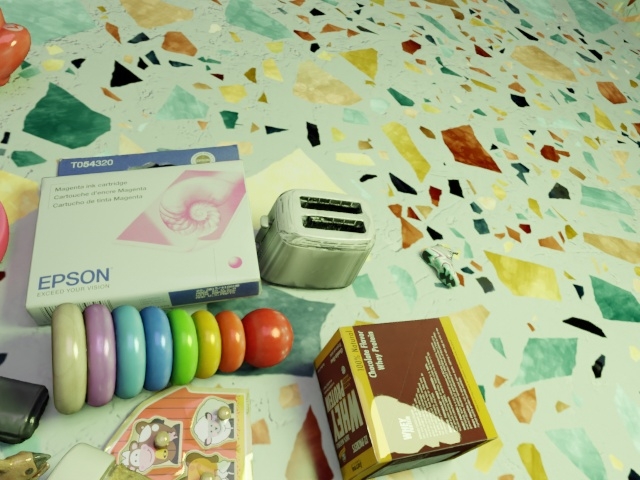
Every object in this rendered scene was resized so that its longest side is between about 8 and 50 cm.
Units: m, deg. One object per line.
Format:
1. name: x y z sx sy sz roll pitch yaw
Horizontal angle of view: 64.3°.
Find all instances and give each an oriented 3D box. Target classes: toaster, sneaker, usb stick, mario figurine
1. toaster: 0.000 0.000 0.885 0.226 0.146 0.129 7 54 -17
2. sneaker: 0.259 0.044 1.023 0.069 0.038 0.098 -23 66 -32
3. usb stick: -0.483 0.185 0.623 0.277 0.045 0.077 16 51 -9
4. mario figurine: -0.681 -0.377 0.882 0.320 0.170 0.198 2 88 -11

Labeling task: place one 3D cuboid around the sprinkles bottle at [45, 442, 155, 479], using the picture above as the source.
1. sprinkles bottle: -0.145 0.357 0.570 0.355 0.121 0.121 27 50 -4

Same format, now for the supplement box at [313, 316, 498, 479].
1. supplement box: 0.118 0.234 0.766 0.194 0.129 0.191 -2 56 -23

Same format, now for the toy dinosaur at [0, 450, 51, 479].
1. toy dinosaur: -0.400 0.310 0.460 0.127 0.200 0.296 31 50 3

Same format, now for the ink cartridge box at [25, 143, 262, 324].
1. ink cartridge box: -0.276 -0.044 0.821 0.323 0.071 0.330 -7 58 -10

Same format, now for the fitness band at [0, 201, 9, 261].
1. fitness band: -0.606 -0.014 0.720 0.290 0.054 0.209 5 54 -17

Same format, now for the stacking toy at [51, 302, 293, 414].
1. stacking toy: -0.194 0.145 0.721 0.330 0.141 0.141 -2 55 -29

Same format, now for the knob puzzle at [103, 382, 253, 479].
1. knob puzzle: -0.186 0.279 0.679 0.213 0.030 0.213 10 52 -14
